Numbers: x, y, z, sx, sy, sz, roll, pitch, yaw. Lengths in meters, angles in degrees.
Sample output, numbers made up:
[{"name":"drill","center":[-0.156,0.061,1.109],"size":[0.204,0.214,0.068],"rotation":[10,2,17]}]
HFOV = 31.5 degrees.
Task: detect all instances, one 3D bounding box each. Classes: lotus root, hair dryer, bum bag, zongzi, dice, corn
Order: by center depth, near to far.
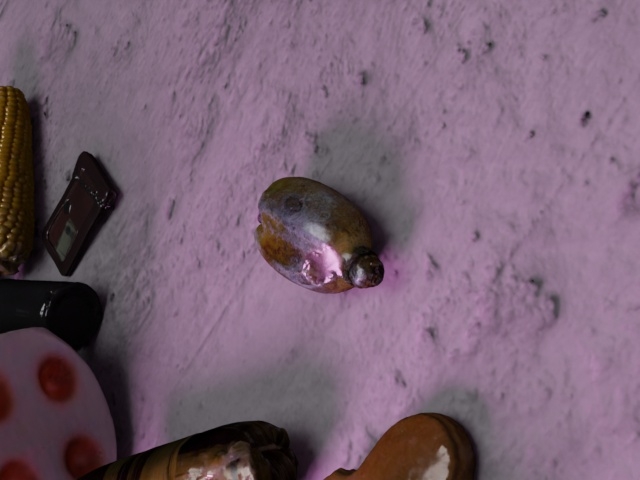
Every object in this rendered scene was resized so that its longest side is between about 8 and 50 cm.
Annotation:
[{"name":"lotus root","center":[0.000,0.000,1.231],"size":[0.192,0.088,0.113],"rotation":[31,116,43]},{"name":"zongzi","center":[-0.123,0.358,1.233],"size":[0.286,0.134,0.288],"rotation":[-24,76,32]},{"name":"dice","center":[-0.414,0.255,1.391],"size":[0.243,0.259,0.251],"rotation":[-24,84,33]},{"name":"hair dryer","center":[-0.400,0.177,1.570],"size":[0.197,0.089,0.251],"rotation":[2,87,44]},{"name":"bum bag","center":[-0.344,-0.036,1.616],"size":[0.159,0.026,0.109],"rotation":[-57,47,23]},{"name":"corn","center":[-0.482,-0.093,1.704],"size":[0.106,0.106,0.305],"rotation":[-26,59,36]}]

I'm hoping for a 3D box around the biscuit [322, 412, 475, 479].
[{"name":"biscuit","center":[0.093,0.387,1.043],"size":[0.394,0.076,0.368],"rotation":[43,107,41]}]
